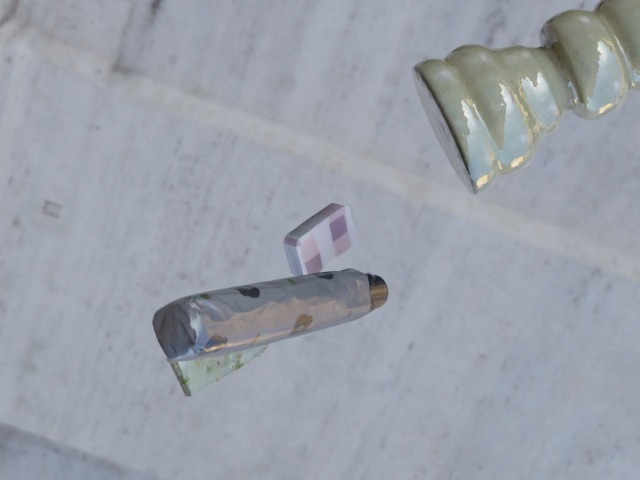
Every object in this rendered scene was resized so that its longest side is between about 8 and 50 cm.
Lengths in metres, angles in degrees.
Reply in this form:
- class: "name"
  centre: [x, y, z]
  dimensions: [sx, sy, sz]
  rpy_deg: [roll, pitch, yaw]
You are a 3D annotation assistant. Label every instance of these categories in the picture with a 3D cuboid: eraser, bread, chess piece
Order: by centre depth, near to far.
- class: "chess piece"
  centre: [0.267, -0.181, 1.282]
  dimensions: [0.167, 0.300, 0.167]
  rpy_deg: [-25, 90, -89]
- class: "eraser"
  centre: [0.000, 0.000, 1.505]
  dimensions: [0.105, 0.026, 0.065]
  rpy_deg: [-38, 130, -35]
- class: "bread"
  centre: [-0.145, 0.161, 1.663]
  dimensions: [0.154, 0.068, 0.028]
  rpy_deg: [-28, -170, -34]

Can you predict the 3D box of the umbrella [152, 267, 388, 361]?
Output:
- class: "umbrella"
  centre: [-0.038, 0.074, 1.259]
  dimensions: [0.073, 0.337, 0.067]
  rpy_deg: [-13, -93, 41]
